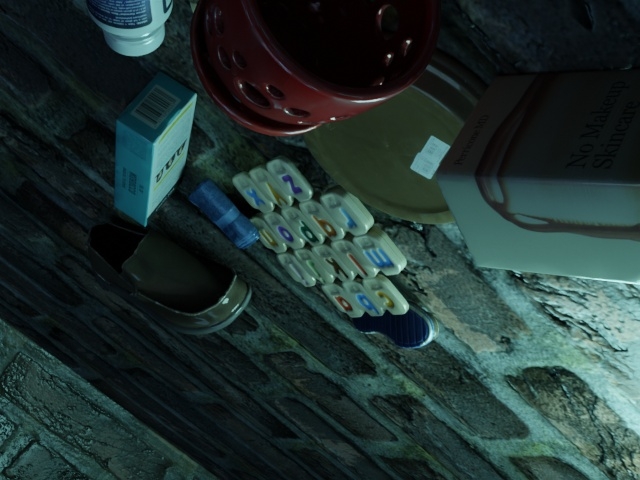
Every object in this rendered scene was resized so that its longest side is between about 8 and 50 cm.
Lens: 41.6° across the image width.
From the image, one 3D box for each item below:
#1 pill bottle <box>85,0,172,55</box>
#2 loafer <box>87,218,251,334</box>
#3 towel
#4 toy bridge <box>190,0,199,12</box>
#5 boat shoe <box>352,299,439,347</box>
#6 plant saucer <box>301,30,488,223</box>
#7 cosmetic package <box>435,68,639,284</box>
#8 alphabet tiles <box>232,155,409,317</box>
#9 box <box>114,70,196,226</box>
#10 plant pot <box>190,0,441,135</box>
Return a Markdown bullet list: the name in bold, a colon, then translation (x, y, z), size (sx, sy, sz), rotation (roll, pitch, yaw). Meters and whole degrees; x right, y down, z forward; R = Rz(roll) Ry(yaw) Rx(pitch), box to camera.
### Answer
- **pill bottle**: translation (-0.206, -0.279, 0.894), size (0.094, 0.094, 0.169), rotation (27, 151, 10)
- **loafer**: translation (-0.286, 0.057, 1.470), size (0.365, 0.134, 0.130), rotation (14, 147, 31)
- **towel**: translation (-0.144, -0.038, 1.264), size (0.119, 0.029, 0.067), rotation (48, 154, -8)
- **toy bridge**: translation (-0.109, -0.252, 0.912), size (0.063, 0.026, 0.188), rotation (19, 150, 21)
- **boat shoe**: translation (0.120, 0.112, 1.220), size (0.066, 0.066, 0.183), rotation (-3, -173, -30)
- **plant saucer**: translation (0.084, -0.110, 0.931), size (0.277, 0.041, 0.278), rotation (24, 150, 15)
- **cosmetic package**: translation (0.270, -0.056, 0.713), size (0.296, 0.153, 0.129), rotation (4, 140, 39)
- **alphabet tiles**: translation (0.000, 0.000, 1.174), size (0.278, 0.021, 0.284), rotation (50, 153, -14)
- **box**: translation (-0.233, -0.120, 1.170), size (0.060, 0.101, 0.244), rotation (33, 152, 2)
- **plant pot**: translation (-0.018, -0.190, 0.748), size (0.191, 0.191, 0.174), rotation (41, 154, -17)
